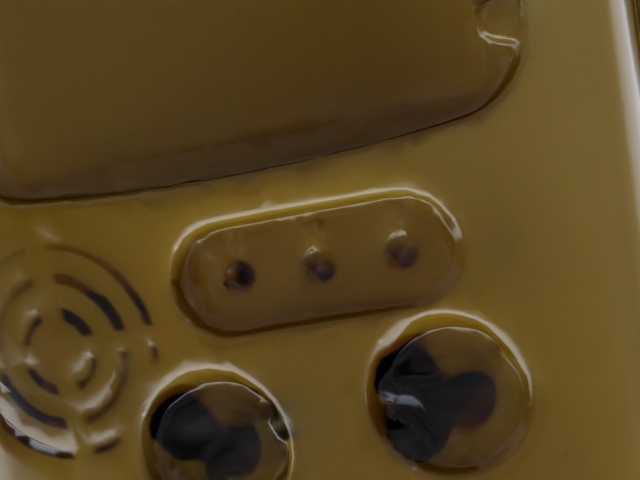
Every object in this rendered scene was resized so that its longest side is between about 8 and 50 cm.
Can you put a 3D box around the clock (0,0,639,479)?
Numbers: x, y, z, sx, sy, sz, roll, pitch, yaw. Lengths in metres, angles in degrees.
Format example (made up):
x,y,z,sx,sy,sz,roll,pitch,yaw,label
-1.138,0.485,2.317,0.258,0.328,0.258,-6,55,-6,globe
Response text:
x,y,z,sx,sy,sz,roll,pitch,yaw,label
0.000,0.000,0.470,0.244,0.317,0.200,-9,180,16,clock
